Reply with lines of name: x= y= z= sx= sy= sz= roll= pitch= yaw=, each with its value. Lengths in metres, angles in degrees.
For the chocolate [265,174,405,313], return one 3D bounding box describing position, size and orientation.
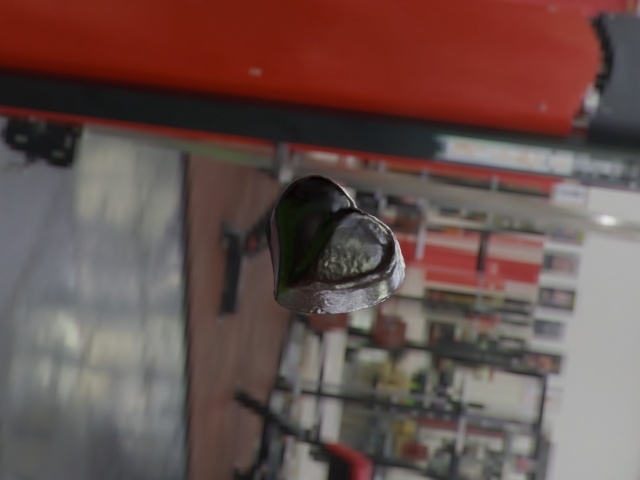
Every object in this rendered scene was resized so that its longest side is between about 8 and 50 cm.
chocolate: x=0.000 y=0.000 z=1.622 sx=0.125 sy=0.149 sz=0.080 roll=-38 pitch=163 yaw=-18
